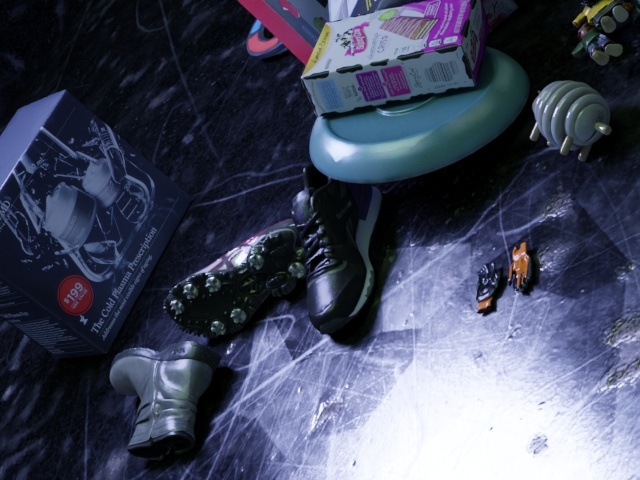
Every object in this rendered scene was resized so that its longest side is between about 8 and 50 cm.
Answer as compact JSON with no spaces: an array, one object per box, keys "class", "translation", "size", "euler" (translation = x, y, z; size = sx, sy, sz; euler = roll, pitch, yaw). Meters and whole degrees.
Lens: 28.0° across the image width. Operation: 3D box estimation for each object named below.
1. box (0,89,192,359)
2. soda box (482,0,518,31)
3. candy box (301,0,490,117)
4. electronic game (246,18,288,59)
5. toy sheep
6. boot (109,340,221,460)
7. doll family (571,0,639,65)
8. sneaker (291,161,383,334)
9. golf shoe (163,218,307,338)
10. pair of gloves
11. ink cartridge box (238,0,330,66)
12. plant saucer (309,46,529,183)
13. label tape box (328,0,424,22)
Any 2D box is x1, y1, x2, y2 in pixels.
[{"class":"box","translation":[-0.449,-0.022,2.221],"size":[0.179,0.312,0.343],"euler":[-11,45,50]},{"class":"soda box","translation":[0.213,-0.401,1.988],"size":[0.092,0.083,0.263],"euler":[-42,28,13]},{"class":"candy box","translation":[0.105,-0.259,1.772],"size":[0.233,0.071,0.159],"euler":[-10,35,23]},{"class":"electronic game","translation":[-0.057,-0.440,2.470],"size":[0.229,0.048,0.229],"euler":[-35,30,24]},{"class":"toy sheep","translation":[0.301,-0.146,1.535],"size":[0.091,0.091,0.132],"euler":[-51,41,-4]},{"class":"boot","translation":[-0.250,0.238,1.857],"size":[0.246,0.083,0.161],"euler":[-17,46,48]},{"class":"doll family","translation":[0.388,-0.313,1.637],"size":[0.193,0.076,0.111],"euler":[-36,25,13]},{"class":"sneaker","translation":[0.000,0.000,1.739],"size":[0.107,0.124,0.283],"euler":[-31,32,31]},{"class":"golf shoe","translation":[-0.108,0.054,1.885],"size":[0.273,0.105,0.120],"euler":[-28,16,27]},{"class":"pair of gloves","translation":[0.214,0.044,1.494],"size":[0.083,0.010,0.074],"euler":[-33,32,33]},{"class":"ink cartridge box","translation":[-0.063,-0.459,2.218],"size":[0.130,0.309,0.271],"euler":[-18,40,45]},{"class":"plant saucer","translation":[0.127,-0.188,1.761],"size":[0.318,0.043,0.317],"euler":[-17,32,11]},{"class":"label tape box","translation":[0.117,-0.406,1.924],"size":[0.333,0.106,0.240],"euler":[118,156,-45]}]
